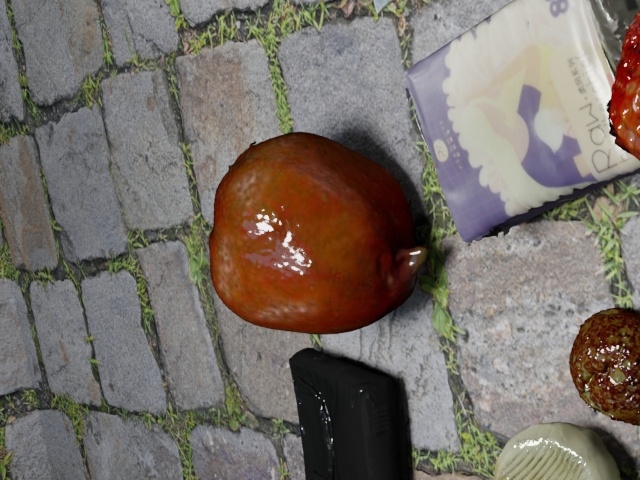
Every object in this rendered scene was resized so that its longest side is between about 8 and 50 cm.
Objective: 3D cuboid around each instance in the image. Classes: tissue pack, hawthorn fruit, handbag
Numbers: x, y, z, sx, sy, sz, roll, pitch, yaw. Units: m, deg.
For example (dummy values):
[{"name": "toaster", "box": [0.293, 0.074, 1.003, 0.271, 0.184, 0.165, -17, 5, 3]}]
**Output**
[{"name": "tissue pack", "box": [0.261, -0.158, 1.600, 0.344, 0.125, 0.242, -27, 79, 55]}, {"name": "hawthorn fruit", "box": [-0.011, 0.002, 1.945, 0.311, 0.295, 0.295, 40, 138, 8]}, {"name": "handbag", "box": [0.045, 0.311, 2.127, 0.244, 0.088, 0.275, 14, 117, 55]}]

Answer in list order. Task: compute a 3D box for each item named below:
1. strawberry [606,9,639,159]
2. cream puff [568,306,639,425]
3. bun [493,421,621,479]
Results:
[{"name": "strawberry", "box": [0.410, -0.160, 1.279, 0.288, 0.250, 0.238, 102, -179, -66]}, {"name": "cream puff", "box": [0.353, 0.153, 1.623, 0.149, 0.084, 0.149, 29, 126, 49]}, {"name": "bun", "box": [0.308, 0.312, 1.730, 0.183, 0.102, 0.183, 8, 103, 36]}]
